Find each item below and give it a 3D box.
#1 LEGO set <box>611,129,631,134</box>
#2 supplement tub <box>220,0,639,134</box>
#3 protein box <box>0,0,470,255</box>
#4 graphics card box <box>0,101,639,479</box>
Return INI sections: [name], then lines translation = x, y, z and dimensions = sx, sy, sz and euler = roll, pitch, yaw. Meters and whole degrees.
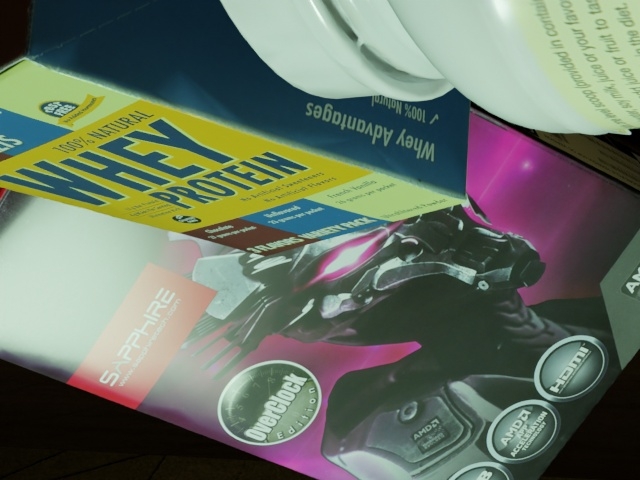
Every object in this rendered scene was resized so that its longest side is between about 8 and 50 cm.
[LEGO set]
translation = 0.204, -0.048, 1.086
dimensions = 0.182, 0.060, 0.244
euler = 11, 162, 47
[supplement tub]
translation = 0.139, -0.152, 0.499
dimensions = 0.324, 0.235, 0.235
euler = -4, 163, 26
[protein box]
translation = -0.053, -0.120, 0.719
dimensions = 0.199, 0.201, 0.136
euler = 15, 161, -36
[graphics card box]
translation = 0.000, 0.000, 0.954
dimensions = 0.371, 0.233, 0.094
euler = 25, -160, -29
